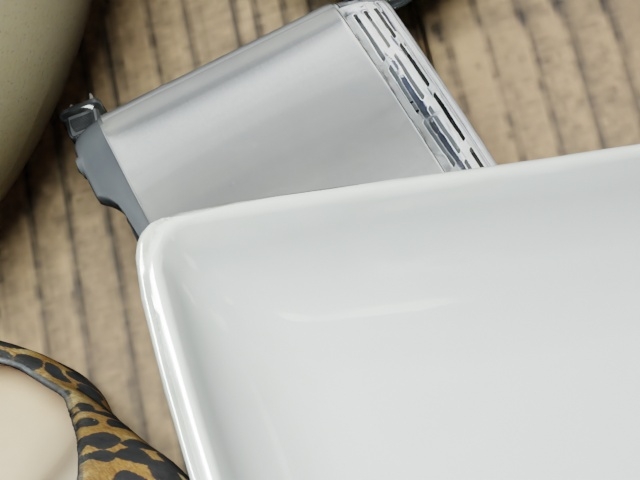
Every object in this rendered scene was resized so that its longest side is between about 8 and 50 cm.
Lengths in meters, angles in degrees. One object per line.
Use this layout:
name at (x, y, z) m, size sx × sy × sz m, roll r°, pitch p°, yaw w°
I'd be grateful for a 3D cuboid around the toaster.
toaster at (0.000, 0.000, 0.711) m, size 0.146 × 0.129 × 0.227 m, roll -29°, pitch 61°, yaw -2°

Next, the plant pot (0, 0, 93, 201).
plant pot at (-0.232, -0.077, 0.738) m, size 0.284 × 0.284 × 0.191 m, roll 7°, pitch 108°, yaw 15°

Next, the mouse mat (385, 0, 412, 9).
mouse mat at (0.006, -0.186, 0.800) m, size 0.189 × 0.007 × 0.152 m, roll 30°, pitch 61°, yaw 27°

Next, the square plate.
square plate at (0.139, 0.134, 0.523) m, size 0.347 × 0.049 × 0.344 m, roll -10°, pitch 77°, yaw -24°

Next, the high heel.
high heel at (-0.142, 0.078, 0.682) m, size 0.261 × 0.186 × 0.093 m, roll 26°, pitch 79°, yaw 19°

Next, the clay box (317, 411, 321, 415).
clay box at (0.003, 0.144, 0.608) m, size 0.053 × 0.222 × 0.127 m, roll 38°, pitch 84°, yaw 23°
